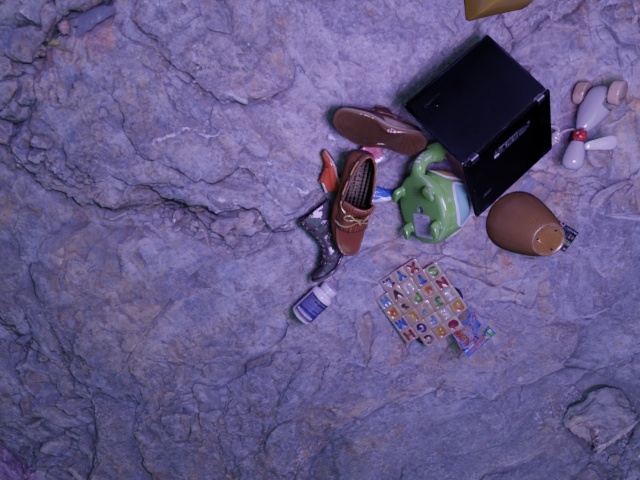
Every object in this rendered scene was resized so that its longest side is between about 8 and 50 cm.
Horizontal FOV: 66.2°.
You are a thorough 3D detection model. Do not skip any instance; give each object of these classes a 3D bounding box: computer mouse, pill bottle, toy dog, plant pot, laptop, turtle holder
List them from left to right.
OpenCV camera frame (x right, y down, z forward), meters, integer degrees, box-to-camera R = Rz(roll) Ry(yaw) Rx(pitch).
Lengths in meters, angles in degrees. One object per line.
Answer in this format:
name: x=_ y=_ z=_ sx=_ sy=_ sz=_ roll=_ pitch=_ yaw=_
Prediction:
pill bottle: x=-0.018 y=0.236 z=1.890 sx=0.169 sy=0.094 sz=0.094 roll=-44 pitch=106 yaw=9
turtle holder: x=0.402 y=-0.158 z=1.753 sx=0.227 sy=0.243 sz=0.321 roll=-20 pitch=79 yaw=-26
computer mouse: x=0.475 y=0.314 z=1.976 sx=0.261 sy=0.060 sz=0.184 roll=-28 pitch=107 yaw=4
laptop: x=0.541 y=-0.373 z=1.635 sx=0.382 sy=0.236 sz=0.408 roll=-41 pitch=136 yaw=-7
plant pot: x=0.586 y=-0.844 z=1.561 sx=0.212 sy=0.187 sz=0.212 roll=-13 pitch=108 yaw=0
plant pot: x=0.768 y=-0.037 z=1.793 sx=0.236 sy=0.254 sz=0.237 roll=-1 pitch=108 yaw=-4
toy dog: x=0.959 y=-0.410 z=1.747 sx=0.160 sy=0.220 sz=0.334 roll=16 pitch=116 yaw=-42

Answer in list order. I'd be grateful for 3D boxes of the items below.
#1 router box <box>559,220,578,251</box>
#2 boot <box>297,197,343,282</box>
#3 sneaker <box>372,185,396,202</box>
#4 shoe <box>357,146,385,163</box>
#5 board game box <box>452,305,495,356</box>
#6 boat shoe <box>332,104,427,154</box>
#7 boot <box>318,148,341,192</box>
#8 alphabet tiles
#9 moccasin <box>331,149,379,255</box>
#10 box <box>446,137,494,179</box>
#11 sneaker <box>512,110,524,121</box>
router box: x=0.933 y=-0.017 z=1.904 sx=0.122 sy=0.038 sz=0.092 roll=21 pitch=106 yaw=-34
boot: x=0.000 y=0.000 z=1.828 sx=0.263 sy=0.091 sz=0.229 roll=-46 pitch=105 yaw=-2
sneaker: x=0.208 y=-0.188 z=1.797 sx=0.152 sy=0.058 sz=0.085 roll=-8 pitch=116 yaw=4
shoe: x=0.142 y=-0.287 z=1.762 sx=0.177 sy=0.063 sz=0.081 roll=-32 pitch=105 yaw=0
board game box: x=0.586 y=0.353 z=1.924 sx=0.136 sy=0.201 sz=0.035 roll=-44 pitch=105 yaw=8
boat shoe: x=0.205 y=-0.401 z=1.707 sx=0.341 sy=0.123 sz=0.123 roll=12 pitch=137 yaw=-12
boot: x=0.024 y=-0.247 z=1.766 sx=0.084 sy=0.059 sz=0.158 roll=-19 pitch=107 yaw=8
alphabet tiles: x=0.397 y=0.249 z=1.933 sx=0.285 sy=0.011 sz=0.343 roll=-34 pitch=98 yaw=15
moccasin: x=0.128 y=-0.119 z=1.703 sx=0.139 sy=0.147 sz=0.381 roll=8 pitch=110 yaw=-18
box: x=0.497 y=-0.377 z=1.720 sx=0.154 sy=0.142 sz=0.300 roll=-31 pitch=107 yaw=4
sneaker: x=0.680 y=-0.479 z=1.736 sx=0.221 sy=0.087 sz=0.128 roll=45 pitch=134 yaw=11
